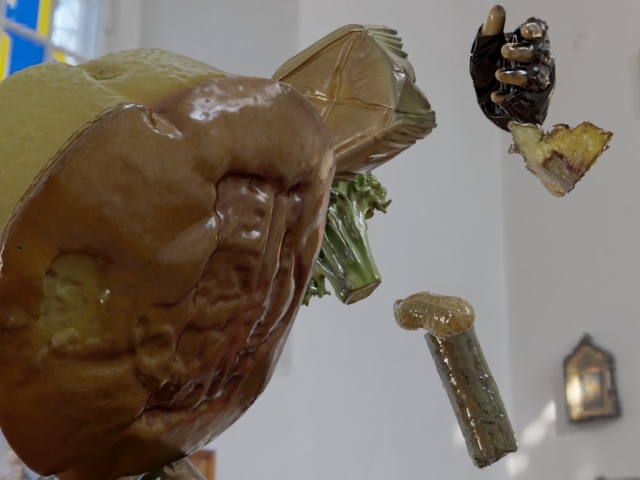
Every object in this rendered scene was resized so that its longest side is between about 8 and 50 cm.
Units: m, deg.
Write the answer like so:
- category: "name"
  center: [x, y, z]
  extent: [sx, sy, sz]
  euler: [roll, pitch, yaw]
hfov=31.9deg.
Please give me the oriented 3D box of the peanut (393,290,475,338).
- category: "peanut"
  center: [0.132, 0.087, 1.318]
  extent: [0.113, 0.053, 0.054]
  euler: [4, -13, 41]

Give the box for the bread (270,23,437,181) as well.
- category: "bread"
  center: [0.042, -0.193, 1.588]
  extent: [0.210, 0.192, 0.110]
  euler: [-31, -21, 26]

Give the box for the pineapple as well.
- category: "pineapple"
  center: [0.251, -0.092, 1.232]
  extent: [0.114, 0.077, 0.114]
  euler: [26, -36, -2]

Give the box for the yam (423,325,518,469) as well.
- category: "yam"
  center: [0.259, 0.259, 1.910]
  extent: [0.093, 0.259, 0.093]
  euler: [-21, -5, -2]

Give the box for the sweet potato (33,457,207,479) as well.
- category: "sweet potato"
  center: [-0.076, 0.273, 0.730]
  extent: [0.158, 0.369, 0.157]
  euler: [-38, -20, -17]

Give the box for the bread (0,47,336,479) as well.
- category: "bread"
  center: [-0.107, 0.012, 0.683]
  extent: [0.148, 0.269, 0.270]
  euler: [29, -1, 35]

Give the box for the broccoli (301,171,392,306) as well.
- category: "broccoli"
  center: [0.000, 0.000, 1.802]
  extent: [0.263, 0.243, 0.247]
  euler: [-37, -30, 7]

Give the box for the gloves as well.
- category: "gloves"
  center: [0.271, -0.238, 1.546]
  extent: [0.124, 0.164, 0.203]
  euler: [-27, -9, -18]
